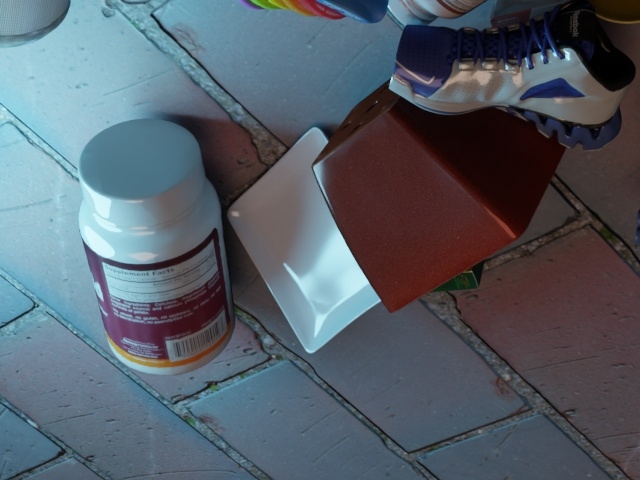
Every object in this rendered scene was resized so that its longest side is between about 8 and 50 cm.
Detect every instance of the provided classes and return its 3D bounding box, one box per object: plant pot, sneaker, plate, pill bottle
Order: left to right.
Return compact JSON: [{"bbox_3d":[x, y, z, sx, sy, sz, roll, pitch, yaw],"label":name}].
[{"bbox_3d":[-0.263,0.013,2.177,0.224,0.224,0.392,8,136,12],"label":"pill bottle"},{"bbox_3d":[0.000,0.000,2.124,0.277,0.045,0.278,-41,77,43],"label":"plate"},{"bbox_3d":[0.150,-0.106,1.905,0.236,0.267,0.267,46,132,-12],"label":"plant pot"},{"bbox_3d":[0.183,-0.357,1.719,0.216,0.121,0.121,-28,121,39],"label":"pill bottle"},{"bbox_3d":[0.257,-0.236,1.705,0.315,0.127,0.182,14,146,-5],"label":"sneaker"},{"bbox_3d":[0.381,-0.349,1.676,0.134,0.095,0.134,10,136,10],"label":"plant pot"}]

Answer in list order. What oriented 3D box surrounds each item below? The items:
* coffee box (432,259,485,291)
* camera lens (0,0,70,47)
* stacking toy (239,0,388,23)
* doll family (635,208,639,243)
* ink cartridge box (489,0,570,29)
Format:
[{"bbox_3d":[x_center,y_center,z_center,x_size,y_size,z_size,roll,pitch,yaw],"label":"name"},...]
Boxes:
[{"bbox_3d":[0.167,0.032,2.131,0.184,0.113,0.040,-5,129,25],"label":"coffee box"},{"bbox_3d":[-0.427,-0.410,1.800,0.219,0.219,0.274,21,137,-3],"label":"camera lens"},{"bbox_3d":[-0.062,-0.358,1.752,0.301,0.166,0.175,1,169,42],"label":"stacking toy"},{"bbox_3d":[0.533,-0.103,1.886,0.163,0.118,0.263,7,118,21],"label":"doll family"},{"bbox_3d":[0.317,-0.247,1.824,0.115,0.067,0.198,-9,129,27],"label":"ink cartridge box"}]
